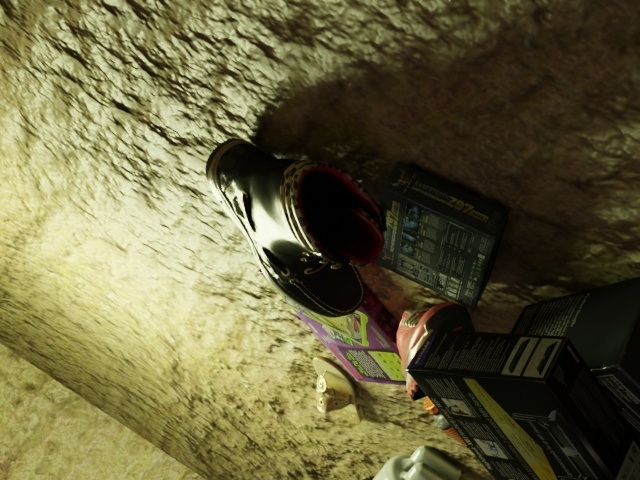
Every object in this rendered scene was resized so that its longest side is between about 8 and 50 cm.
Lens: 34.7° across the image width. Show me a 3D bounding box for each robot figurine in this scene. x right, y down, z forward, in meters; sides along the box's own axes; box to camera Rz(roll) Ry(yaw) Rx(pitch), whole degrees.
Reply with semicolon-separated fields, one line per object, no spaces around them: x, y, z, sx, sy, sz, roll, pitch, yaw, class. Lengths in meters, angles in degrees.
0.179;0.632;2.337;0.200;0.300;0.353;34;113;2;robot figurine

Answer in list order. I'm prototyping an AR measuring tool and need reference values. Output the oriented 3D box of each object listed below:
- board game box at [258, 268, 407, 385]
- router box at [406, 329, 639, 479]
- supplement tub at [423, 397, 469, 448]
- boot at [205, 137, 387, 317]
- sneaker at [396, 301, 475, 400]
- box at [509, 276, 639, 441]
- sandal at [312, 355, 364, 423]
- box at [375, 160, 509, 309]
0.055;0.157;1.963;0.208;0.056;0.347;-6;134;44;board game box
0.301;0.257;1.451;0.243;0.081;0.309;-2;135;48;router box
0.295;0.333;1.923;0.190;0.117;0.117;37;152;-8;supplement tub
0.000;0.000;1.617;0.377;0.138;0.284;55;160;-24;boot
0.174;0.166;1.764;0.314;0.116;0.136;95;153;-61;sneaker
0.460;0.223;1.507;0.296;0.182;0.294;42;152;-14;box
0.031;0.358;2.273;0.088;0.079;0.240;12;146;34;sandal
0.178;-0.003;1.564;0.183;0.059;0.232;25;152;14;box
